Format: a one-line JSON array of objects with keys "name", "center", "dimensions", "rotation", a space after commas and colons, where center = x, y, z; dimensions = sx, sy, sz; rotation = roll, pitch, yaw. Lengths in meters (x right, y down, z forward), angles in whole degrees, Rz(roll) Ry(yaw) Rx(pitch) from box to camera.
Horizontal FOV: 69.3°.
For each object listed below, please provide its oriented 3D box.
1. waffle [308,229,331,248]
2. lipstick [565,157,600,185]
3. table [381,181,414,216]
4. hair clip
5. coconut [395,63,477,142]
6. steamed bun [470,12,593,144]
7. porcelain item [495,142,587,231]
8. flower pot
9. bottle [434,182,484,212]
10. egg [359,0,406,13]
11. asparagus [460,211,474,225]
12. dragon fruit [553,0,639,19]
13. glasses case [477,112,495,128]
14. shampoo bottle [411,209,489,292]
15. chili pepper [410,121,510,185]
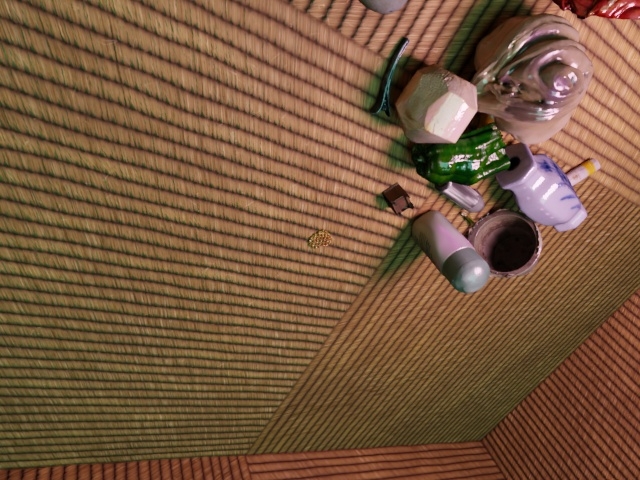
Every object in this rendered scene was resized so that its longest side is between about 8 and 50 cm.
[{"name": "waffle", "center": [-0.002, -0.001, 1.672], "dimensions": [0.085, 0.016, 0.078], "rotation": [-26, 130, -5]}, {"name": "lipstick", "center": [1.032, -0.249, 1.931], "dimensions": [0.264, 0.059, 0.059], "rotation": [-33, 134, 2]}, {"name": "table", "center": [0.277, -0.141, 1.642], "dimensions": [0.070, 0.082, 0.083], "rotation": [-33, 133, 2]}, {"name": "hair clip", "center": [0.208, -0.477, 1.362], "dimensions": [0.070, 0.039, 0.229], "rotation": [0, 126, -24]}, {"name": "coconut", "center": [0.335, -0.387, 1.367], "dimensions": [0.241, 0.241, 0.241], "rotation": [-13, 131, -15]}, {"name": "steamed bun", "center": [0.615, -0.467, 1.349], "dimensions": [0.339, 0.247, 0.352], "rotation": [16, 113, -3]}, {"name": "porcelain item", "center": [0.839, -0.194, 1.755], "dimensions": [0.405, 0.242, 0.178], "rotation": [27, 131, -29]}, {"name": "flower pot", "center": [0.786, 0.033, 1.926], "dimensions": [0.290, 0.290, 0.259], "rotation": [-47, 147, 15]}, {"name": "bottle", "center": [0.528, -0.181, 1.738], "dimensions": [0.254, 0.079, 0.096], "rotation": [25, 75, -37]}, {"name": "egg", "center": [0.136, -0.654, 1.090], "dimensions": [0.169, 0.169, 0.236], "rotation": [-30, 134, 0]}, {"name": "asparagus", "center": [0.597, -0.090, 1.878], "dimensions": [0.021, 0.025, 0.108], "rotation": [-29, 139, 29]}, {"name": "dragon fruit", "center": [0.876, -0.757, 1.310], "dimensions": [0.329, 0.286, 0.228], "rotation": [-6, 134, -10]}, {"name": "glasses case", "center": [0.587, -0.470, 1.526], "dimensions": [0.079, 0.064, 0.234], "rotation": [9, 123, -5]}, {"name": "shampoo bottle", "center": [0.484, 0.049, 1.715], "dimensions": [0.151, 0.349, 0.222], "rotation": [-29, 133, 0]}, {"name": "chili pepper", "center": [0.490, -0.271, 1.543], "dimensions": [0.385, 0.167, 0.213], "rotation": [-10, 170, -21]}]
